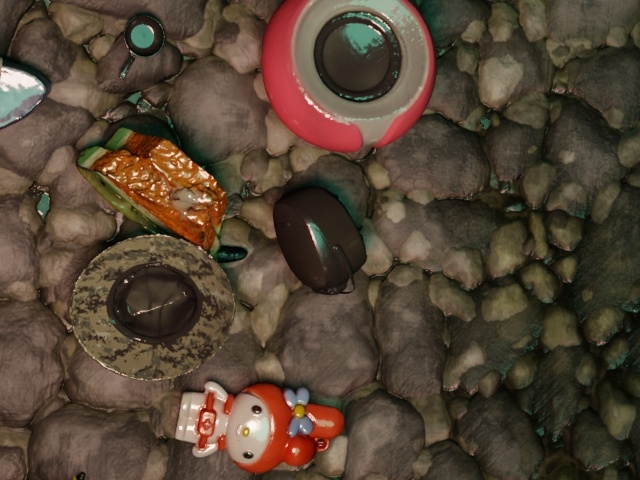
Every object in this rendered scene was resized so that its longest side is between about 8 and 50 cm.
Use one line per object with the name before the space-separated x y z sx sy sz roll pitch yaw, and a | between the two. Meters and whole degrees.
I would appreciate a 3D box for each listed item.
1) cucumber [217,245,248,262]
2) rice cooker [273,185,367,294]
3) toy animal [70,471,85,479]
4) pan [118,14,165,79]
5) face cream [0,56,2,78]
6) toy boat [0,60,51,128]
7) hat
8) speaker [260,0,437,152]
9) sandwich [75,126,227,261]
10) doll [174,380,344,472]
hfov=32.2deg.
cucumber | -0.188 0.022 1.908 0.133 0.032 0.032 3 97 -23
rice cooker | 0.000 0.001 1.922 0.118 0.142 0.203 -36 113 -26
toy animal | -0.395 0.440 1.820 0.070 0.202 0.105 -28 84 -17
pan | -0.302 -0.314 1.816 0.068 0.023 0.115 32 83 -23
face cream | -0.576 -0.238 1.601 0.214 0.096 0.095 8 95 -20
toy boat | -0.553 -0.216 1.705 0.283 0.078 0.127 -12 99 -18
hat | -0.275 0.101 1.834 0.266 0.128 0.265 -1 99 -6
speaker | 0.038 -0.288 1.824 0.294 0.294 0.294 -3 99 -21
sandwich | -0.249 -0.082 1.787 0.292 0.212 0.109 32 67 -4
doll | -0.104 0.325 1.932 0.291 0.130 0.160 10 88 -8
